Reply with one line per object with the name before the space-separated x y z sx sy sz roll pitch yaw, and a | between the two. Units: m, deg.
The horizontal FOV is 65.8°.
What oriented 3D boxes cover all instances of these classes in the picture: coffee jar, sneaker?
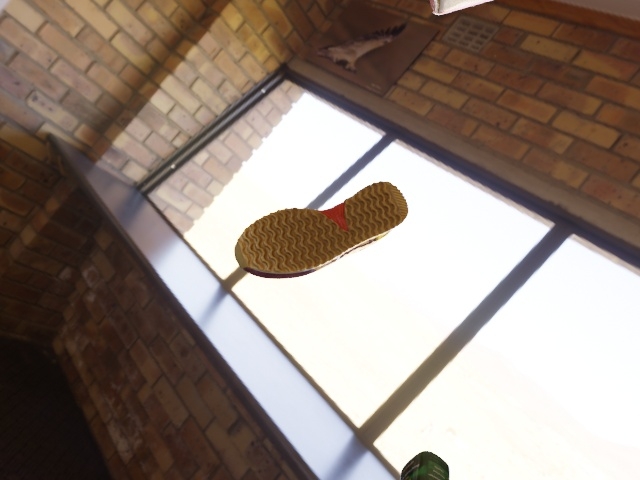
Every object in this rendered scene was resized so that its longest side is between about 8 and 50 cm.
coffee jar | 0.185 0.470 0.879 0.079 0.096 0.184 37 19 0
sneaker | 0.000 0.000 0.503 0.069 0.186 0.084 67 -22 14

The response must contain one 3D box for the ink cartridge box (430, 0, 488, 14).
ink cartridge box | 0.178 -0.399 0.487 0.117 0.207 0.282 52 25 -75
